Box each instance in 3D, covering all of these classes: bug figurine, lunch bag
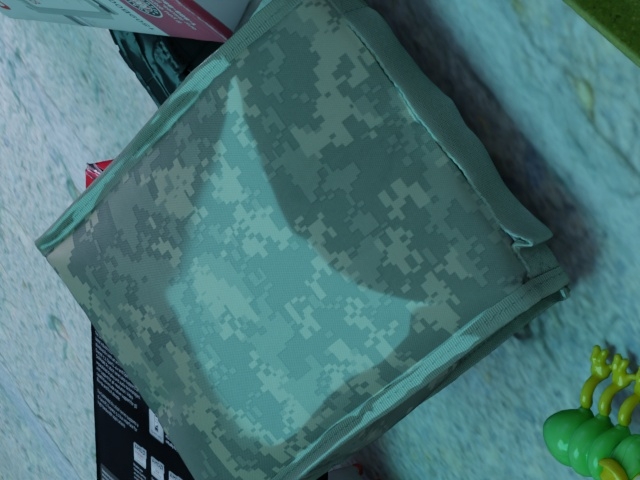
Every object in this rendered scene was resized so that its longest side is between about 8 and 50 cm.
[{"bbox_3d":[0.216,0.189,1.046,0.216,0.072,0.279,26,140,51],"label":"bug figurine"},{"bbox_3d":[0.000,0.000,1.120,0.287,0.169,0.235,-41,80,39],"label":"lunch bag"}]

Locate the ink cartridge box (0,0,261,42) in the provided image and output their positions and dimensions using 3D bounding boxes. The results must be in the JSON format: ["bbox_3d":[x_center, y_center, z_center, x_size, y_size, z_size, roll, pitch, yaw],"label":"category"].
[{"bbox_3d":[-0.175,-0.228,1.144,0.207,0.117,0.283,35,167,-36],"label":"ink cartridge box"}]

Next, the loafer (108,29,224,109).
[{"bbox_3d":[-0.088,-0.123,1.291,0.078,0.076,0.223,-23,91,30],"label":"loafer"}]

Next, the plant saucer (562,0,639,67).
[{"bbox_3d":[0.135,-0.182,0.812,0.188,0.045,0.188,46,152,27],"label":"plant saucer"}]

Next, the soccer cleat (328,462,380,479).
[{"bbox_3d":[0.049,0.231,1.408,0.196,0.076,0.068,21,136,54],"label":"soccer cleat"}]

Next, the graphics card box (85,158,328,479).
[{"bbox_3d":[-0.090,0.137,1.433,0.233,0.094,0.371,27,123,50],"label":"graphics card box"}]
